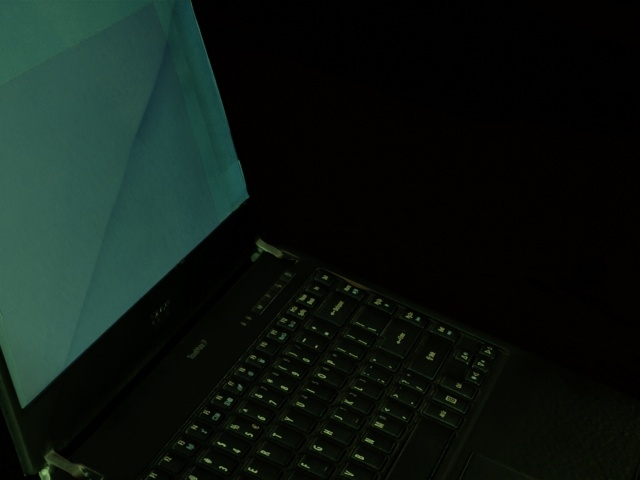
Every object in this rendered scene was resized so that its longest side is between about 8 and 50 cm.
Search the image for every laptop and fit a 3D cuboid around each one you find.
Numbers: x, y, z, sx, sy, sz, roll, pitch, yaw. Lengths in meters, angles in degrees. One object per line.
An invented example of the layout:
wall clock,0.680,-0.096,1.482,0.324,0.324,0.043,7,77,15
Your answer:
laptop,0.000,0.000,0.648,0.264,0.137,0.234,24,24,8
